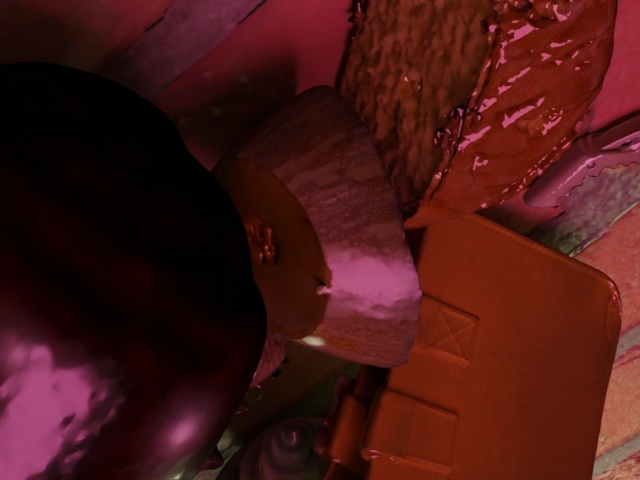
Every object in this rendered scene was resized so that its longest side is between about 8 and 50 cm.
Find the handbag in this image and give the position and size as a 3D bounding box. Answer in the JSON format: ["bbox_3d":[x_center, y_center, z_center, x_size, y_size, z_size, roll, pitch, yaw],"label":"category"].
[{"bbox_3d":[0.115,0.184,1.000,0.133,0.401,0.283,2,162,47],"label":"handbag"}]

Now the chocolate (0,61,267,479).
[{"bbox_3d":[-0.220,0.047,0.707,0.384,0.383,0.331,16,118,-36],"label":"chocolate"}]

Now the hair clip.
[{"bbox_3d":[0.277,-0.094,0.987,0.226,0.034,0.072,-24,137,7],"label":"hair clip"}]

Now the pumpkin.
[{"bbox_3d":[-0.018,0.000,0.814,0.110,0.217,0.217,-12,141,-26],"label":"pumpkin"}]

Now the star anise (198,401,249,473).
[{"bbox_3d":[-0.174,0.182,1.076,0.212,0.073,0.197,-8,136,-12],"label":"star anise"}]

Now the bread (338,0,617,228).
[{"bbox_3d":[0.112,-0.129,0.791,0.147,0.160,0.260,-10,137,-25],"label":"bread"}]

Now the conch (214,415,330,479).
[{"bbox_3d":[-0.007,0.274,1.136,0.249,0.197,0.368,-45,176,-29],"label":"conch"}]

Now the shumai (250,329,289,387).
[{"bbox_3d":[-0.098,0.058,0.941,0.116,0.145,0.145,-11,143,18],"label":"shumai"}]
